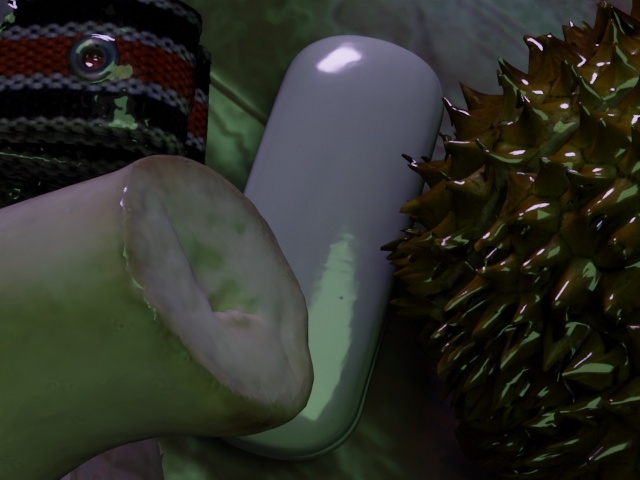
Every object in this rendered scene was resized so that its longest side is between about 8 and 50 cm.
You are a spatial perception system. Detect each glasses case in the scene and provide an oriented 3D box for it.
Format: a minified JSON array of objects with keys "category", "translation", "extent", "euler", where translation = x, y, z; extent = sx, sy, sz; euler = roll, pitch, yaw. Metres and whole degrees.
[{"category":"glasses case","translation":[0.000,0.000,0.987],"extent":[0.092,0.059,0.233],"euler":[14,67,4]}]

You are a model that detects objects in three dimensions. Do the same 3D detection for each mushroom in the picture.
[{"category":"mushroom","translation":[-0.174,0.108,0.804],"extent":[0.356,0.315,0.315],"euler":[-17,77,-6]}]

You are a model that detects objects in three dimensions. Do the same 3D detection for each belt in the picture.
[{"category":"belt","translation":[-0.228,-0.084,0.924],"extent":[0.359,0.126,0.094],"euler":[7,69,-12]}]

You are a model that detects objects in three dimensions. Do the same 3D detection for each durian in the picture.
[{"category":"durian","translation":[0.237,0.012,0.925],"extent":[0.384,0.347,0.348],"euler":[-30,81,7]}]
